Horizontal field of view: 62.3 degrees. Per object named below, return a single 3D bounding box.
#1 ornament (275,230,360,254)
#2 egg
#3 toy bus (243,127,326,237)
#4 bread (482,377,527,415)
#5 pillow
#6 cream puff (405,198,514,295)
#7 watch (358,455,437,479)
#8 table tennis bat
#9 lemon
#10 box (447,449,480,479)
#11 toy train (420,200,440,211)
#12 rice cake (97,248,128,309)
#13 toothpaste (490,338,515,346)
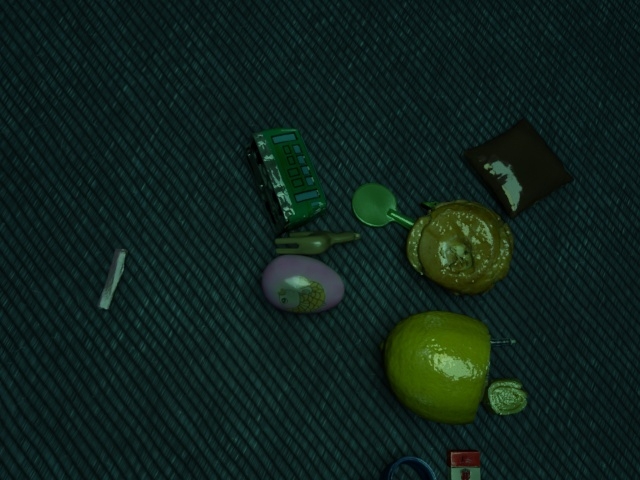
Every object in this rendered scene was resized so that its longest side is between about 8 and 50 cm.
[{"bbox_3d":[0.000,0.000,1.763,0.244,0.230,0.061,0,99,14],"label":"ornament"},{"bbox_3d":[-0.057,0.141,1.717,0.271,0.196,0.196,-2,79,-10],"label":"egg"},{"bbox_3d":[-0.113,-0.202,1.784,0.199,0.183,0.344,-18,83,-23],"label":"toy bus"},{"bbox_3d":[0.623,0.526,1.792,0.156,0.064,0.118,-1,83,-8],"label":"bread"},{"bbox_3d":[0.728,-0.273,1.939,0.307,0.108,0.305,-29,79,-14],"label":"pillow"},{"bbox_3d":[0.471,0.026,1.779,0.342,0.231,0.327,-9,90,26],"label":"cream puff"},{"bbox_3d":[0.254,0.776,1.659,0.196,0.171,0.200,46,63,5],"label":"watch"},{"bbox_3d":[0.231,-0.105,1.882,0.257,0.039,0.160,28,76,4],"label":"table tennis bat"},{"bbox_3d":[0.350,0.385,1.657,0.364,0.364,0.364,1,79,-7],"label":"lemon"},{"bbox_3d":[0.469,0.768,1.735,0.100,0.048,0.152,2,81,-8],"label":"box"},{"bbox_3d":[0.456,-0.093,1.900,0.209,0.044,0.042,32,77,0],"label":"toy train"},{"bbox_3d":[-0.674,0.125,1.722,0.047,0.036,0.207,18,77,-13],"label":"rice cake"},{"bbox_3d":[0.612,0.355,1.845,0.139,0.021,0.037,-2,80,-6],"label":"toothpaste"}]
